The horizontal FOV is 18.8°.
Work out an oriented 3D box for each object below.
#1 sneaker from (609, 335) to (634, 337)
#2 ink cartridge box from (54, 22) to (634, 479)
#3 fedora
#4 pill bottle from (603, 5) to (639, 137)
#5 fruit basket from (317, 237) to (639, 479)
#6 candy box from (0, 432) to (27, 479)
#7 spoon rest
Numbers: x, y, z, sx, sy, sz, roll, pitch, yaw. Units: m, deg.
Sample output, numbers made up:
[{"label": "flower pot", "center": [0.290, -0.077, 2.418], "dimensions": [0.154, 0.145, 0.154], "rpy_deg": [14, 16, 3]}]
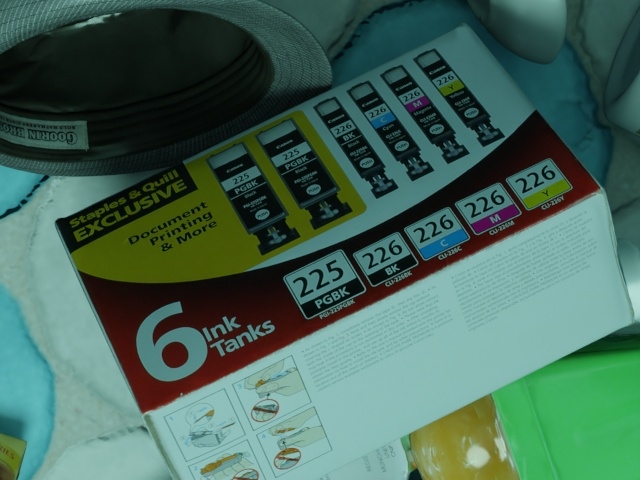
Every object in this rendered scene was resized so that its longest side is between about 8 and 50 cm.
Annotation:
[{"label": "sneaker", "center": [0.189, 0.097, 1.414], "dimensions": [0.098, 0.038, 0.069], "rpy_deg": [0, 91, 4]}, {"label": "ink cartridge box", "center": [0.000, 0.000, 1.273], "dimensions": [0.309, 0.272, 0.130], "rpy_deg": [-26, 133, -6]}, {"label": "fedora", "center": [-0.135, -0.147, 1.306], "dimensions": [0.275, 0.244, 0.124], "rpy_deg": [-17, 63, 19]}, {"label": "pill bottle", "center": [0.330, -0.099, 1.381], "dimensions": [0.229, 0.131, 0.131], "rpy_deg": [23, 87, -5]}, {"label": "fruit basket", "center": [0.108, 0.202, 1.351], "dimensions": [0.353, 0.165, 0.327], "rpy_deg": [-20, 87, 24]}, {"label": "candy box", "center": [-0.306, 0.163, 1.327], "dimensions": [0.187, 0.109, 0.053], "rpy_deg": [18, 128, -5]}, {"label": "spoon rest", "center": [0.123, -0.256, 1.374], "dimensions": [0.084, 0.137, 0.276], "rpy_deg": [-18, 79, -9]}]
